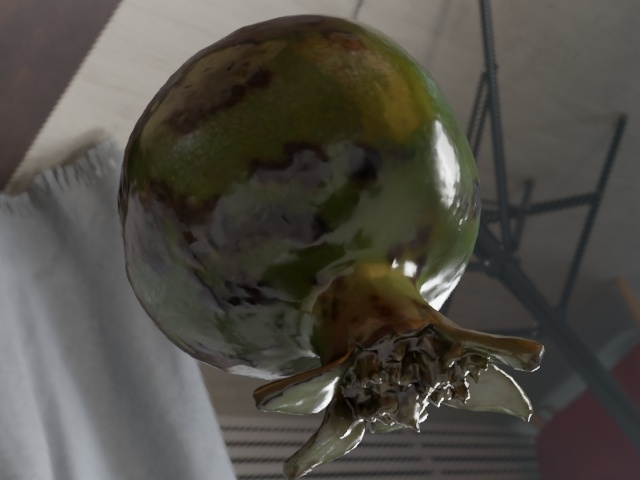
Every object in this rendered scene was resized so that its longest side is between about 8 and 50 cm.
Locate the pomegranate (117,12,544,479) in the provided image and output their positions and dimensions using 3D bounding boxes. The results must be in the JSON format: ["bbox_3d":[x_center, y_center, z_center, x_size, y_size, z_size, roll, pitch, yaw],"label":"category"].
[{"bbox_3d":[-0.002,0.002,0.423,0.149,0.169,0.148,-13,156,-6],"label":"pomegranate"}]
